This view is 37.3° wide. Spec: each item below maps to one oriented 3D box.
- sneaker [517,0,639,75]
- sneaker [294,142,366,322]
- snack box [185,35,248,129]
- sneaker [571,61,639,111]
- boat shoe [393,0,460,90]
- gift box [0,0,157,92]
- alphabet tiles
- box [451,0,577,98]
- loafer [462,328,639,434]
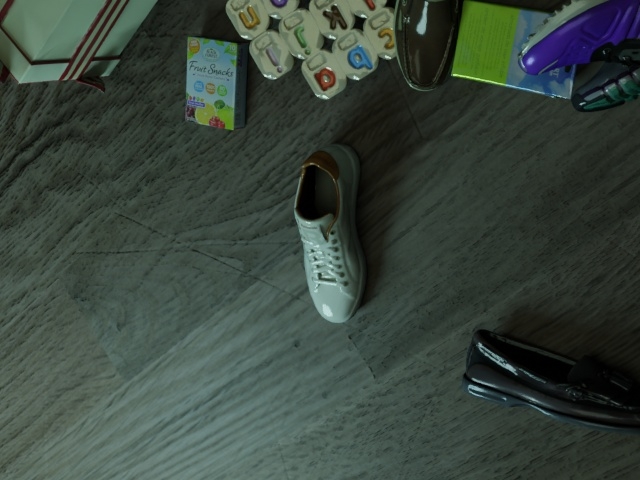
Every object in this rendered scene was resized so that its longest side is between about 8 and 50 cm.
[{"bbox_3d":[0.381,-0.240,1.103,0.293,0.102,0.146,-26,89,18],"label":"sneaker"},{"bbox_3d":[0.000,0.000,1.474,0.106,0.123,0.289,4,106,28],"label":"sneaker"},{"bbox_3d":[-0.171,-0.259,1.556,0.100,0.037,0.141,14,109,26],"label":"snack box"},{"bbox_3d":[0.413,-0.245,1.199,0.224,0.083,0.098,-26,75,24],"label":"sneaker"},{"bbox_3d":[0.146,-0.331,1.300,0.095,0.095,0.257,3,106,8],"label":"boat shoe"},{"bbox_3d":[-0.434,-0.391,1.551,0.258,0.255,0.276,-45,75,29],"label":"gift box"},{"bbox_3d":[0.001,-0.365,1.398,0.284,0.021,0.277,-30,93,21],"label":"alphabet tiles"},{"bbox_3d":[0.271,-0.260,1.282,0.178,0.042,0.108,19,112,31],"label":"box"},{"bbox_3d":[0.342,0.196,1.335,0.303,0.109,0.095,9,103,32],"label":"loafer"}]
